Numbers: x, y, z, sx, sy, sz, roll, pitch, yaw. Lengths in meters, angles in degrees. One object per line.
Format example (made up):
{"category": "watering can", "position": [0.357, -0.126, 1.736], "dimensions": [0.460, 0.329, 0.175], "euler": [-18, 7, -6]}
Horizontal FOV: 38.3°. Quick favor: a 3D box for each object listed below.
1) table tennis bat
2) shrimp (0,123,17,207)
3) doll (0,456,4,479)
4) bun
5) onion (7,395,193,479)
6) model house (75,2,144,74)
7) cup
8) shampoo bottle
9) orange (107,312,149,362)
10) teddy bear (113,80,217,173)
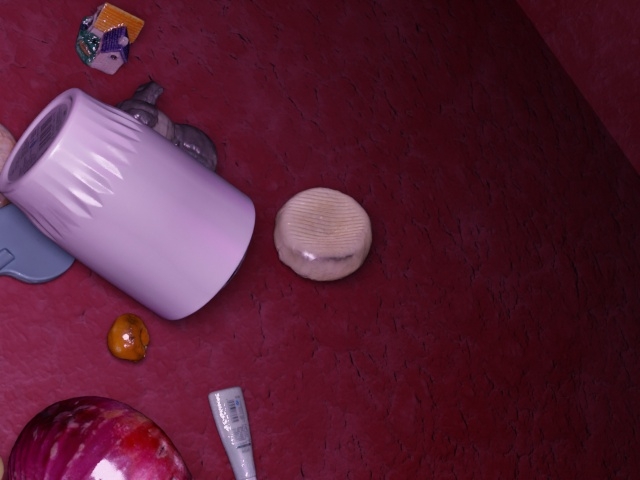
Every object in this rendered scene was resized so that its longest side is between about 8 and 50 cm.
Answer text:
{"category": "table tennis bat", "position": [-0.490, 0.017, 1.472], "dimensions": [0.153, 0.040, 0.244], "euler": [49, 43, -6]}
{"category": "shrimp", "position": [-0.582, -0.136, 1.402], "dimensions": [0.317, 0.077, 0.168], "euler": [13, 64, -54]}
{"category": "doll", "position": [-0.544, 0.240, 1.228], "dimensions": [0.177, 0.161, 0.261], "euler": [-17, 80, -47]}
{"category": "bun", "position": [0.000, 0.000, 1.877], "dimensions": [0.222, 0.127, 0.222], "euler": [7, 52, -9]}
{"category": "onion", "position": [-0.323, 0.342, 1.328], "dimensions": [0.272, 0.256, 0.230], "euler": [-65, 134, -64]}
{"category": "model house", "position": [-0.390, -0.378, 1.706], "dimensions": [0.087, 0.100, 0.101], "euler": [24, 56, -33]}
{"category": "cup", "position": [-0.308, -0.058, 1.500], "dimensions": [0.371, 0.253, 0.253], "euler": [38, 49, -30]}
{"category": "shampoo bottle", "position": [-0.146, 0.355, 1.622], "dimensions": [0.069, 0.041, 0.191], "euler": [-3, 73, -49]}
{"category": "orange", "position": [-0.324, 0.162, 1.536], "dimensions": [0.086, 0.062, 0.086], "euler": [-8, 90, -83]}
{"category": "teddy bear", "position": [-0.304, -0.188, 1.671], "dimensions": [0.251, 0.144, 0.171], "euler": [41, 44, -33]}
